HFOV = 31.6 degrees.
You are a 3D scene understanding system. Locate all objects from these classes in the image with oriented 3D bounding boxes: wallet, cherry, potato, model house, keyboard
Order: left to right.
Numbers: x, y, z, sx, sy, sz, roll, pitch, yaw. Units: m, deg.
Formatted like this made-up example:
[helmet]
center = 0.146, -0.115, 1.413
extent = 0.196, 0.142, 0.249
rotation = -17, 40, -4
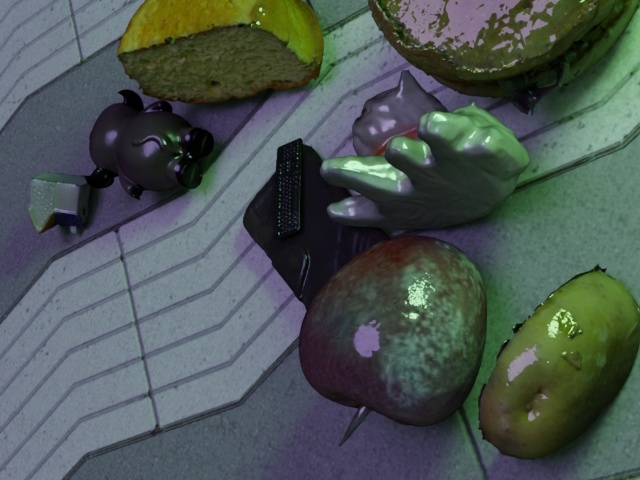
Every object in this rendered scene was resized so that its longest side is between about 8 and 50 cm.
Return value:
[model house]
center = -0.460, -0.064, 2.029
extent = 0.101, 0.088, 0.100
rotation = 7, 103, 11
[keyboard]
center = -0.048, -0.077, 1.661
extent = 0.053, 0.010, 0.155
rotation = -21, 57, 37
[wallet]
center = 0.000, 0.000, 1.620
extent = 0.165, 0.042, 0.309
rotation = -50, 48, 13
[cherry]
center = 0.086, 0.122, 1.380
extent = 0.236, 0.213, 0.285
rotation = 25, 81, 35
[potato]
center = 0.268, 0.143, 1.264
extent = 0.098, 0.138, 0.243
rotation = 33, 99, 39

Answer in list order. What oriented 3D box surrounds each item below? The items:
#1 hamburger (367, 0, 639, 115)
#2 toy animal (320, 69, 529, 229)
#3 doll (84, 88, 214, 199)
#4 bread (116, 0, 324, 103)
[hamburger]
center = 0.210, -0.317, 1.400
extent = 0.318, 0.195, 0.277
rotation = 43, 107, 17
[toy animal]
center = 0.140, -0.133, 1.420
extent = 0.266, 0.308, 0.188
rotation = 16, 68, 17
[doll]
center = -0.291, -0.157, 1.883
extent = 0.257, 0.117, 0.182
rotation = 11, 77, 42
[bread]
center = -0.154, -0.337, 1.777
extent = 0.340, 0.194, 0.179
rotation = -5, 64, 34
